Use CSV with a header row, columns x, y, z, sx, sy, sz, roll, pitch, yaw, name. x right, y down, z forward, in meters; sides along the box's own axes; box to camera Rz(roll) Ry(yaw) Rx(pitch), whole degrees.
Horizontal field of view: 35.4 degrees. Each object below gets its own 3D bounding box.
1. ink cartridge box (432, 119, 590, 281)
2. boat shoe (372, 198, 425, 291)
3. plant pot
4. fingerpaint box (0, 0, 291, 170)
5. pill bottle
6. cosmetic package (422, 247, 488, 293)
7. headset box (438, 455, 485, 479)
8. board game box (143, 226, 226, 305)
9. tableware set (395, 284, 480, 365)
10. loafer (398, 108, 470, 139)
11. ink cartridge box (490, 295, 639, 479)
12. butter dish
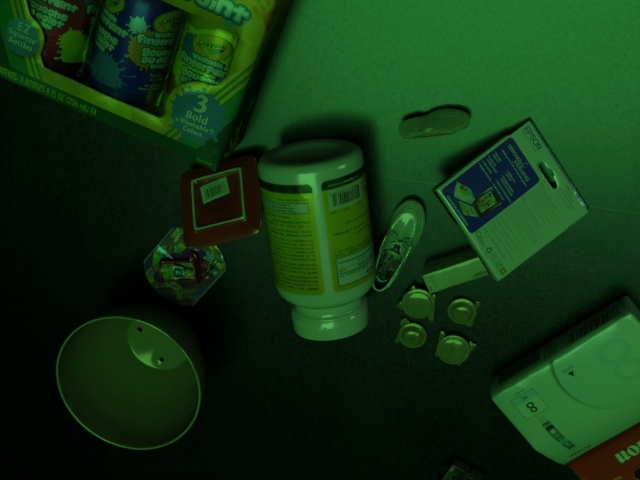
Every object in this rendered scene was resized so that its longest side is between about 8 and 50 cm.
x,y,z,sx,sy,sz,roll,pitch,yaw,name
0.334,-0.070,1.757,0.208,0.045,0.206,-36,103,-3,ink cartridge box
0.137,0.012,1.836,0.066,0.063,0.184,29,115,-1,boat shoe
-0.342,0.236,1.953,0.284,0.191,0.284,4,112,10,plant pot
-0.302,-0.382,1.697,0.444,0.163,0.371,24,118,1,fingerpaint box
0.000,0.000,1.791,0.188,0.188,0.334,-2,111,12,pill bottle
0.248,0.052,1.833,0.115,0.060,0.041,-19,108,19,cosmetic package
0.281,0.478,2.015,0.083,0.032,0.062,28,115,-3,headset box
-0.271,0.057,1.952,0.133,0.033,0.169,41,113,-7,board game box
0.220,0.161,1.905,0.168,0.020,0.141,16,116,3,tableware set
0.200,-0.201,1.755,0.125,0.039,0.045,-8,77,11,loafer
0.556,0.334,1.871,0.308,0.091,0.385,-37,100,22,ink cartridge box
-0.165,-0.057,1.845,0.160,0.118,0.160,-14,68,18,butter dish
